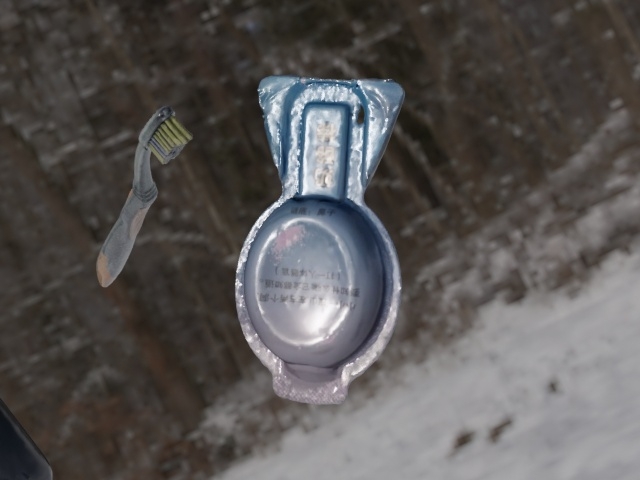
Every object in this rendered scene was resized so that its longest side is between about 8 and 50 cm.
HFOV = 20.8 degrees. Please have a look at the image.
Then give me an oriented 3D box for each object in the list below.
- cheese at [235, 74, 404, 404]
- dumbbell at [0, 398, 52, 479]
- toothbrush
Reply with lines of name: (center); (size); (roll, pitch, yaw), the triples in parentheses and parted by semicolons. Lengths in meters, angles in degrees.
cheese: (0.000, 0.000, 1.302); (0.135, 0.245, 0.052); (5, 2, 22)
dumbbell: (-0.257, 0.026, 0.725); (0.160, 0.325, 0.144); (-31, 17, 6)
toothbrush: (-0.152, -0.026, 1.427); (0.028, 0.037, 0.375); (-41, -5, -24)
